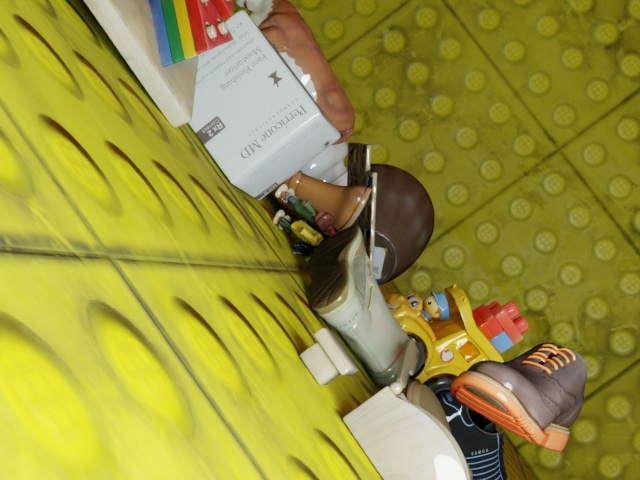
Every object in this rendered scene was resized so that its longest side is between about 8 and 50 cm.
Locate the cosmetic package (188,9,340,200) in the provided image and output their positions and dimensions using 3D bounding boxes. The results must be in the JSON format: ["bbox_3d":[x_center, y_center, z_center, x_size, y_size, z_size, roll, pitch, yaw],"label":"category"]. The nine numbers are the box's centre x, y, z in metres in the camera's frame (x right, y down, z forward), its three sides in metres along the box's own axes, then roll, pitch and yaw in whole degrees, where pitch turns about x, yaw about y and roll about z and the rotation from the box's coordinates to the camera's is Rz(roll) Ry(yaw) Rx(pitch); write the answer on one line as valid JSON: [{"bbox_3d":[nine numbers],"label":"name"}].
[{"bbox_3d":[-0.093,-0.178,1.389,0.184,0.151,0.151,53,5,13],"label":"cosmetic package"}]

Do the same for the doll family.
[{"bbox_3d":[0.000,0.000,1.459,0.111,0.076,0.193,33,-2,32],"label":"doll family"}]

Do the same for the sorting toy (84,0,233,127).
[{"bbox_3d":[-0.185,-0.313,1.191,0.255,0.089,0.257,-92,157,-45],"label":"sorting toy"}]

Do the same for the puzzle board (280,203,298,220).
[{"bbox_3d":[-0.053,-0.081,1.670,0.128,0.011,0.096,51,-25,-23],"label":"puzzle board"}]

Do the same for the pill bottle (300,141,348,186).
[{"bbox_3d":[-0.048,-0.170,1.777,0.272,0.152,0.152,53,5,-1],"label":"pill bottle"}]

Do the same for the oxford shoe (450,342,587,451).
[{"bbox_3d":[0.199,0.135,0.988,0.097,0.098,0.271,29,-2,25],"label":"oxford shoe"}]

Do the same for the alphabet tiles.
[{"bbox_3d":[0.058,-0.035,1.618,0.198,0.009,0.237,-149,-120,-76],"label":"alphabet tiles"}]

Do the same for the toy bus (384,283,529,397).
[{"bbox_3d":[0.197,0.143,1.549,0.220,0.211,0.149,50,7,-18],"label":"toy bus"}]

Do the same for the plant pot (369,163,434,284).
[{"bbox_3d":[0.095,-0.005,1.864,0.215,0.215,0.230,52,19,-11],"label":"plant pot"}]

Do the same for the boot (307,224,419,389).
[{"bbox_3d":[0.059,0.085,1.321,0.165,0.077,0.213,52,19,-20],"label":"boot"}]

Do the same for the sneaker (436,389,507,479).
[{"bbox_3d":[0.218,0.291,1.388,0.232,0.090,0.081,50,5,-29],"label":"sneaker"}]

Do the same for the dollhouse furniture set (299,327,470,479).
[{"bbox_3d":[0.173,0.208,1.035,0.355,0.174,0.303,55,4,12],"label":"dollhouse furniture set"}]

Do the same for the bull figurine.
[{"bbox_3d":[-0.058,-0.285,1.659,0.188,0.101,0.310,-33,87,-43],"label":"bull figurine"}]

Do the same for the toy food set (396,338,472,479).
[{"bbox_3d":[0.122,0.225,1.207,0.192,0.038,0.132,65,19,-10],"label":"toy food set"}]

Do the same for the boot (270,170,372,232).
[{"bbox_3d":[-0.019,-0.076,1.537,0.152,0.073,0.197,38,-25,-14],"label":"boot"}]
